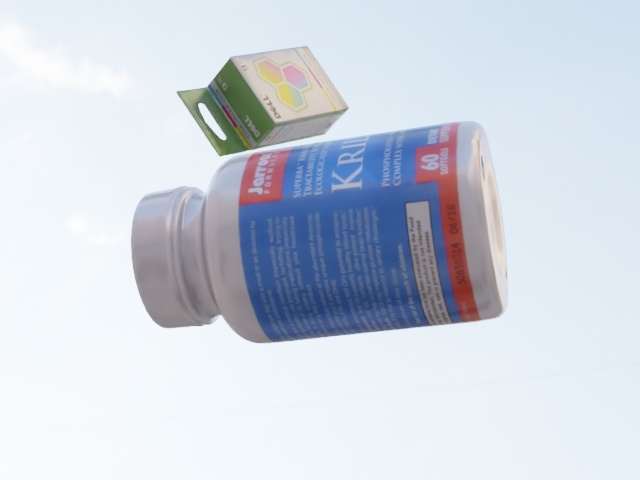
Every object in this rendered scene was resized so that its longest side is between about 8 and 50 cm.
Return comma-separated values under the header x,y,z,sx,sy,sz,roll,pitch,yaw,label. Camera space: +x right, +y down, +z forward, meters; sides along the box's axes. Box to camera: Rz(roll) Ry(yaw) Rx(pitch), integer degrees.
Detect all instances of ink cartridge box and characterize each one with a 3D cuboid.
x,y,z,sx,sy,sz,roll,pitch,yaw,label
-0.070,-0.181,1.433,0.209,0.109,0.062,-18,-20,-48,ink cartridge box

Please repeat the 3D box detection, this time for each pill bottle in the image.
x,y,z,sx,sy,sz,roll,pitch,yaw,label
0.000,0.000,0.702,0.221,0.124,0.124,-8,-36,13,pill bottle
